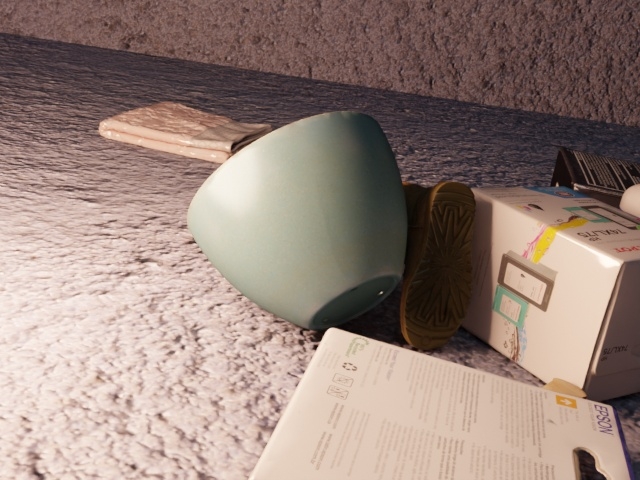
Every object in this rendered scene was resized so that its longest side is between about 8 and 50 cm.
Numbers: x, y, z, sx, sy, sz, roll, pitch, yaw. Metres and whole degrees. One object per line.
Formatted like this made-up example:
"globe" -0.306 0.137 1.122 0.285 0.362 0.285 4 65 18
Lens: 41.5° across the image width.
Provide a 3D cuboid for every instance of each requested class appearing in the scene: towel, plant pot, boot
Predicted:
"towel" -0.301 -0.260 1.975 0.317 0.053 0.332 13 18 11
"plant pot" 0.000 0.000 1.098 0.290 0.290 0.195 -9 61 -43
"boot" 0.128 0.026 1.216 0.089 0.236 0.269 16 -4 -16

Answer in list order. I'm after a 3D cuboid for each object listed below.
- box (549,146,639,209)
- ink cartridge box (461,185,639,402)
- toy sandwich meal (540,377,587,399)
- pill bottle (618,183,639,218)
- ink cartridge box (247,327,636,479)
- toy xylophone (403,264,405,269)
"box" 0.573 -0.030 1.538 0.294 0.182 0.296 11 21 7
"ink cartridge box" 0.338 0.060 1.136 0.198 0.197 0.270 -4 23 -33
"toy sandwich meal" 0.276 0.191 0.987 0.086 0.029 0.085 9 19 -3
"pill bottle" 0.517 0.004 1.274 0.153 0.271 0.152 9 19 -3
"ink cartridge box" 0.125 0.211 0.799 0.330 0.071 0.324 16 19 8
"toy xylophone" 0.163 -0.026 1.438 0.323 0.081 0.236 18 25 11
